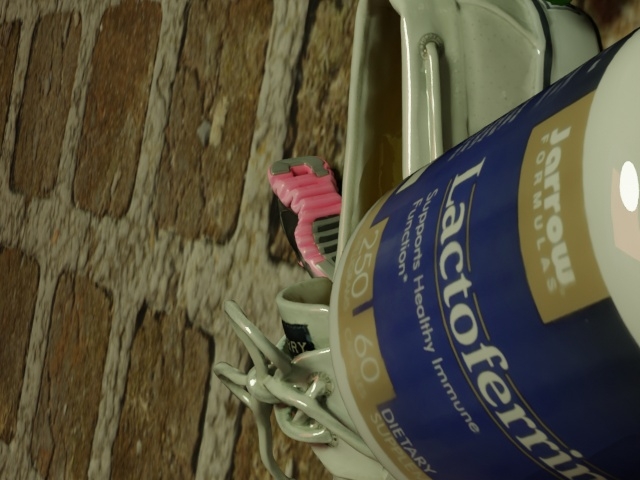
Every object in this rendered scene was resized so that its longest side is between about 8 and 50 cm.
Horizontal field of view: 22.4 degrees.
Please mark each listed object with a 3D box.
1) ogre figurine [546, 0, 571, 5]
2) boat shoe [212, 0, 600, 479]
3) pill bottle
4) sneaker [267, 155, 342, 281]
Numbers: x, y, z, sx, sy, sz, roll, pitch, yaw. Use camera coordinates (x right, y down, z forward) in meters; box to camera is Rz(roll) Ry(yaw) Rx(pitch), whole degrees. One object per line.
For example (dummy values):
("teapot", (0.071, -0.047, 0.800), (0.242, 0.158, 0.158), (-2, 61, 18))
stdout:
("ogre figurine", (0.113, -0.217, 0.728), (0.118, 0.096, 0.197), (36, 131, 44))
("boat shoe", (0.021, 0.053, 0.750), (0.136, 0.156, 0.367), (-161, 81, -66))
("pill bottle", (0.124, 0.007, 0.548), (0.264, 0.153, 0.153), (-33, 52, 58))
("sneaker", (0.000, 0.000, 0.964), (0.119, 0.047, 0.057), (-113, 20, -52))
